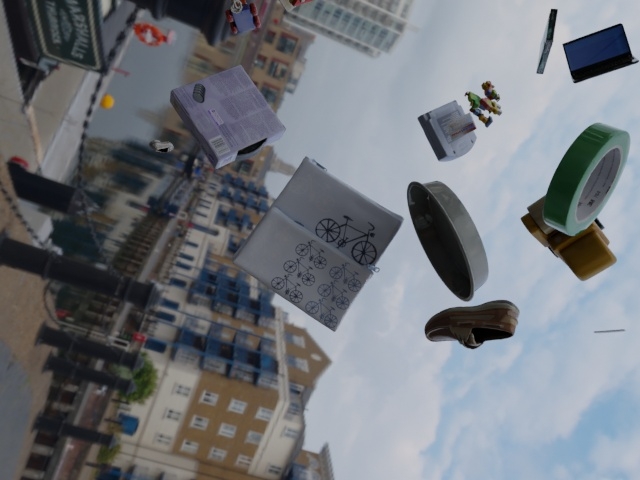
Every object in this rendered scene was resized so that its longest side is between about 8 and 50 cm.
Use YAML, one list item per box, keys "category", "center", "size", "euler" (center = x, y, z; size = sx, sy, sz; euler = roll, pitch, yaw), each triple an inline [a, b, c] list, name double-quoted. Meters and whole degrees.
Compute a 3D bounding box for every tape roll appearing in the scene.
- category: "tape roll"
  center: [0.754, -0.170, 1.665]
  size: [0.077, 0.321, 0.321]
  euler: [33, -73, 36]

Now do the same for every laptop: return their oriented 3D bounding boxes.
- category: "laptop"
  center: [1.098, -0.741, 2.321]
  size: [0.235, 0.136, 0.264]
  euler: [-16, -163, 26]

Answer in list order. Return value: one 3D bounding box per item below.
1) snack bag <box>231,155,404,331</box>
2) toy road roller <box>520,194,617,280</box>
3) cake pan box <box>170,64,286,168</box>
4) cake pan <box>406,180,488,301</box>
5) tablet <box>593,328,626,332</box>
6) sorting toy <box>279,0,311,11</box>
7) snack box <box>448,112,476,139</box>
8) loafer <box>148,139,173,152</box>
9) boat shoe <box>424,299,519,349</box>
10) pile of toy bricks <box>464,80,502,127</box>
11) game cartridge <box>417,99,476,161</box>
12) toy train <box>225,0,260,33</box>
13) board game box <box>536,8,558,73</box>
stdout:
- category: "snack bag"
  center: [0.000, 0.000, 1.456]
  size: [0.342, 0.323, 0.037]
  euler: [-54, 168, -7]
- category: "toy road roller"
  center: [0.865, -0.013, 2.002]
  size: [0.203, 0.330, 0.240]
  euler: [-38, -136, 22]
- category: "cake pan box"
  center: [-0.269, -0.365, 1.731]
  size: [0.246, 0.266, 0.070]
  euler: [-33, 173, -26]
- category: "cake pan"
  center: [0.282, -0.006, 1.305]
  size: [0.293, 0.054, 0.293]
  euler: [156, -90, -85]
- category: "tablet"
  center: [0.852, 0.268, 1.730]
  size: [0.083, 0.054, 0.006]
  euler: [-11, -106, 29]
- category: "sorting toy"
  center: [-0.042, -0.857, 1.836]
  size: [0.255, 0.089, 0.257]
  euler: [-38, 157, 8]
- category: "snack box"
  center: [0.362, -0.295, 1.508]
  size: [0.064, 0.022, 0.178]
  euler: [-23, -167, 18]
- category: "loafer"
  center: [-0.556, -0.324, 2.071]
  size: [0.045, 0.039, 0.125]
  euler: [-37, 170, 16]
- category: "boat shoe"
  center: [0.471, 0.280, 1.869]
  size: [0.325, 0.123, 0.116]
  euler: [-23, -140, 38]
- category: "pile of toy bricks"
  center: [0.555, -0.490, 2.067]
  size: [0.118, 0.105, 0.212]
  euler: [-53, -160, 40]
- category: "game cartridge"
  center: [0.468, -0.394, 2.138]
  size: [0.062, 0.198, 0.297]
  euler: [-19, -172, 40]
- category: "toy train"
  center: [-0.278, -0.811, 1.966]
  size: [0.248, 0.105, 0.143]
  euler: [76, -2, -84]
- category: "board game box"
  center: [0.762, -0.667, 1.981]
  size: [0.186, 0.026, 0.126]
  euler: [62, 40, -68]
